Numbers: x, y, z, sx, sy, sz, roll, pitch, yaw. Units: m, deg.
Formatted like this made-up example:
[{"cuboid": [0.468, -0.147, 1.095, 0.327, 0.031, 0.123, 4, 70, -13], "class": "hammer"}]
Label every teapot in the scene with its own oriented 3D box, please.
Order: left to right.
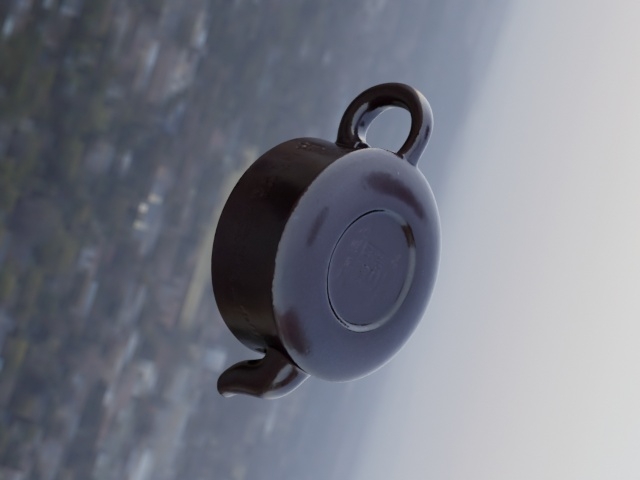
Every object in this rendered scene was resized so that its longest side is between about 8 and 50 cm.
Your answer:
[{"cuboid": [0.000, 0.000, 0.539, 0.068, 0.045, 0.100, 38, 73, -48], "class": "teapot"}]
